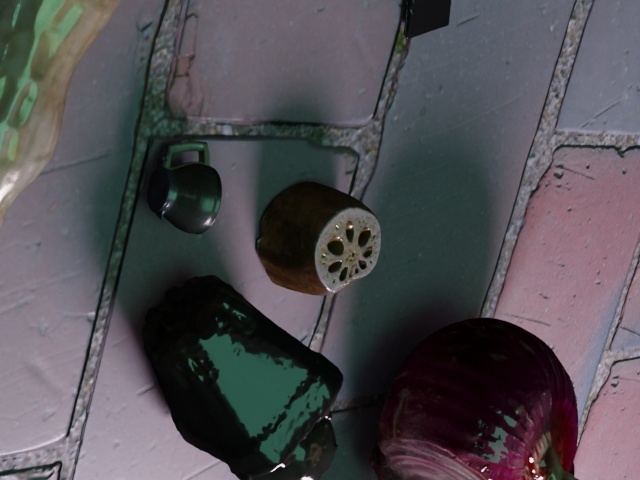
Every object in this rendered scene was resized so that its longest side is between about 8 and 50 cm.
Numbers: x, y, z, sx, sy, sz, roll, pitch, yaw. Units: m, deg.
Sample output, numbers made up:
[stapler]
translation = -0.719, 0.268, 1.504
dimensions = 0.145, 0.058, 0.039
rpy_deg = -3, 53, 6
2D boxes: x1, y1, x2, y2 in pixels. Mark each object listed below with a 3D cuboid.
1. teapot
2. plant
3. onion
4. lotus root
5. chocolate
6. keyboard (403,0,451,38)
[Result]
[teapot]
translation = -0.128, -0.052, 1.453
dimensions = 0.057, 0.066, 0.088
rpy_deg = 12, 80, -35
[plant]
translation = -0.072, 0.149, 1.555
dimensions = 0.142, 0.164, 0.256
rpy_deg = -47, 129, -21
[onion]
translation = 0.194, 0.206, 1.847
dimensions = 0.256, 0.273, 0.230
rpy_deg = -75, 159, -55
[lotus root]
translation = 0.000, -0.003, 1.619
dimensions = 0.122, 0.081, 0.112
rpy_deg = -26, 122, -39
[chocolate]
translation = -0.246, -0.143, 1.200
dimensions = 0.134, 0.134, 0.309
rpy_deg = 22, 92, -53
[keyboard]
translation = 0.118, -0.311, 1.622
dimensions = 0.074, 0.015, 0.196
rpy_deg = -26, 130, -44
